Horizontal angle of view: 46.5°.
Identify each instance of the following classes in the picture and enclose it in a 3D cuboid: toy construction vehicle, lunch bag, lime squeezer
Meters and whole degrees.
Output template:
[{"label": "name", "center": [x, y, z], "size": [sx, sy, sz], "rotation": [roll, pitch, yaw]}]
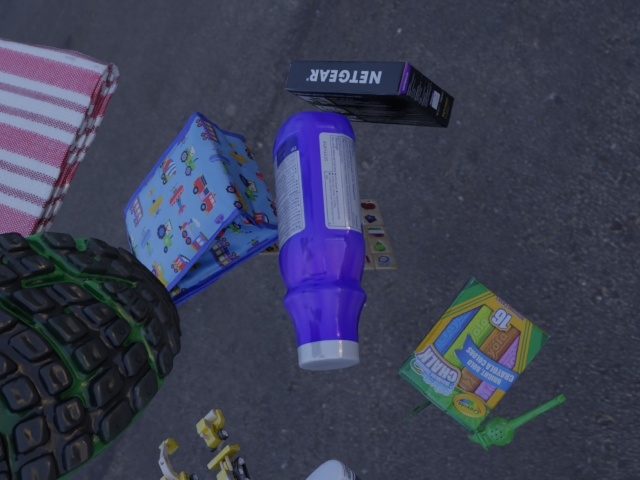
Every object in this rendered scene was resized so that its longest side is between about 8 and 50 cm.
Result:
[{"label": "toy construction vehicle", "center": [-0.116, 0.212, 0.710], "size": [0.086, 0.035, 0.098], "rotation": [-43, 42, 16]}, {"label": "lunch bag", "center": [-0.233, -0.029, 1.266], "size": [0.293, 0.138, 0.221], "rotation": [-38, 58, 20]}, {"label": "lime squeezer", "center": [0.355, 0.378, 1.510], "size": [0.059, 0.110, 0.310], "rotation": [47, 142, 4]}]

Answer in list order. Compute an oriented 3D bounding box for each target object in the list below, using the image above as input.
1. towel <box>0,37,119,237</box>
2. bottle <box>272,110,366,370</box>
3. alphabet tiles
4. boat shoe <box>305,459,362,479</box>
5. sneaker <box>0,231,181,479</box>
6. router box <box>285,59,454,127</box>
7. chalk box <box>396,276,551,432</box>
[{"label": "towel", "center": [-0.233, -0.048, 0.514], "size": [0.144, 0.029, 0.197], "rotation": [18, 79, 20]}, {"label": "bottle", "center": [0.000, 0.000, 0.838], "size": [0.118, 0.092, 0.283], "rotation": [126, 143, -64]}, {"label": "alphabet tiles", "center": [0.003, -0.014, 1.333], "size": [0.198, 0.237, 0.009], "rotation": [-101, 15, -49]}, {"label": "boat shoe", "center": [-0.041, 0.484, 1.206], "size": [0.301, 0.102, 0.108], "rotation": [-45, 22, 5]}, {"label": "sneaker", "center": [-0.234, 0.111, 0.405], "size": [0.134, 0.343, 0.146], "rotation": [57, 157, 4]}, {"label": "router box", "center": [0.064, -0.190, 0.969], "size": [0.178, 0.133, 0.046], "rotation": [11, 86, 36]}, {"label": "chalk box", "center": [0.265, 0.235, 1.401], "size": [0.179, 0.180, 0.289], "rotation": [38, 93, 11]}]
